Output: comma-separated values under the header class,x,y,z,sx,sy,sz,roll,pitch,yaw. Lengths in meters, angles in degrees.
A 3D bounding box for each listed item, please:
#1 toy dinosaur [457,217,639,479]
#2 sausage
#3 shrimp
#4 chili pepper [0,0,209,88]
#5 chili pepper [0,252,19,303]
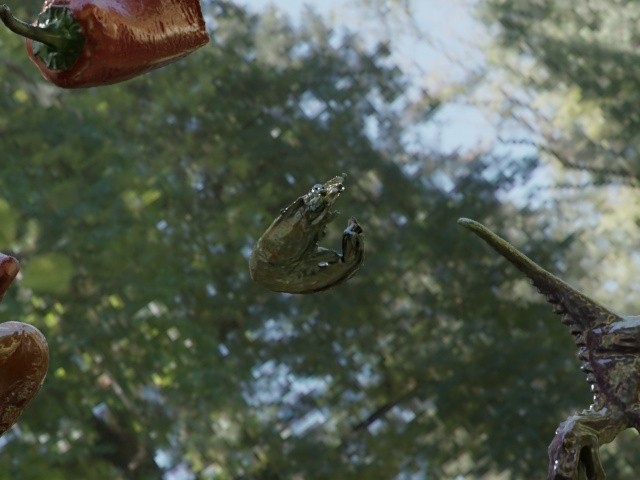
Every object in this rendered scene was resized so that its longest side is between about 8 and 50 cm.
class,x,y,z,sx,sy,sz,roll,pitch,yaw
toy dinosaur,0.246,0.087,1.333,0.200,0.251,0.072,-8,-5,-22
sausage,-0.527,0.238,2.431,0.258,0.133,0.133,-50,-29,18
shrimp,0.000,0.000,1.636,0.126,0.047,0.223,11,-34,-17
chili pepper,-0.299,-0.257,1.906,0.131,0.134,0.338,-7,13,41
chili pepper,-0.449,0.075,1.821,0.253,0.136,0.144,-31,-5,24
